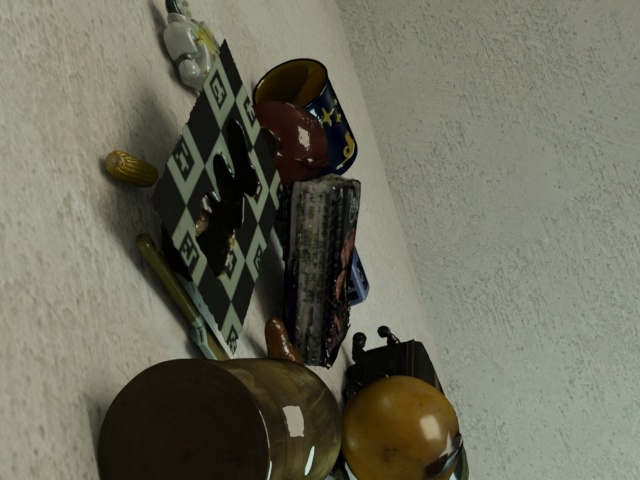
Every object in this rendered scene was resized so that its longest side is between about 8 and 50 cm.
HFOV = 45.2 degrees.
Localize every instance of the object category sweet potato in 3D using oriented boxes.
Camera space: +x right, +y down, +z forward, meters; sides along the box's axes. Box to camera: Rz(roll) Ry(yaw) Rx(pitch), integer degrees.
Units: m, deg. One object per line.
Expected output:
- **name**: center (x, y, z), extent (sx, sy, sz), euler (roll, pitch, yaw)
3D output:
- **sweet potato**: center (-0.050, 0.215, 1.255), extent (0.078, 0.058, 0.255), euler (43, -25, 59)

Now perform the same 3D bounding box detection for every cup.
- **cup**: center (-0.053, -0.238, 1.766), extent (0.178, 0.255, 0.256), euler (34, -17, 39)

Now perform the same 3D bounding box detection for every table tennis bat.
- **table tennis bat**: center (0.025, 0.394, 1.418), extent (0.154, 0.021, 0.274), euler (-9, 78, -77)

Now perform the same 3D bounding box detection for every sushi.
- **sushi**: center (-0.175, -0.063, 1.107), extent (0.373, 0.100, 0.296), euler (-78, 156, -45)

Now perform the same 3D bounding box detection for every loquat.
- **loquat**: center (0.146, 0.363, 1.417), extent (0.235, 0.235, 0.235), euler (-19, 90, -77)

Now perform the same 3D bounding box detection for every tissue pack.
- **tissue pack**: center (0.000, 0.045, 1.402), extent (0.245, 0.123, 0.332), euler (-37, 132, -79)

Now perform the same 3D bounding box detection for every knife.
- **knife**: center (-0.158, 0.128, 1.019), extent (0.061, 0.027, 0.343), euler (-109, 175, -52)

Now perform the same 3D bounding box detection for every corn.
- **corn**: center (-0.239, -0.089, 0.971), extent (0.092, 0.037, 0.037), euler (33, 40, -71)

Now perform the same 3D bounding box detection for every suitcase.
- **suitcase**: center (0.199, 0.424, 1.705), extent (0.283, 0.194, 0.433), euler (-73, 143, -68)

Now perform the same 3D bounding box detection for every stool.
- **stool**: center (-0.093, 0.217, 0.839), extent (0.264, 0.179, 0.179), euler (29, 44, -71)

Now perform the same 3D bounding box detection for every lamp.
- **lamp**: center (-0.072, -0.172, 1.445), extent (0.258, 0.180, 0.180), euler (-24, 95, -74)

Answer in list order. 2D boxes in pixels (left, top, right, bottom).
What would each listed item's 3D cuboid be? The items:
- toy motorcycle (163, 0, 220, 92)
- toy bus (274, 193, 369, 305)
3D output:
- **toy motorcycle**: center (-0.209, -0.313, 1.321), extent (0.151, 0.074, 0.228), euler (-92, 160, -44)
- **toy bus**: center (0.000, 0.000, 1.597), extent (0.125, 0.133, 0.292), euler (-60, 130, -72)
